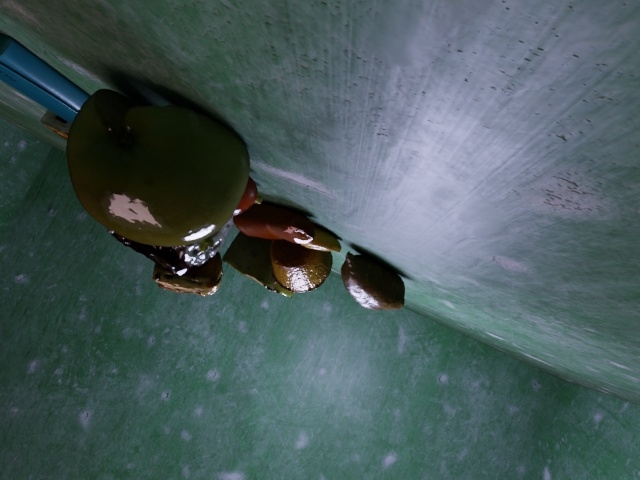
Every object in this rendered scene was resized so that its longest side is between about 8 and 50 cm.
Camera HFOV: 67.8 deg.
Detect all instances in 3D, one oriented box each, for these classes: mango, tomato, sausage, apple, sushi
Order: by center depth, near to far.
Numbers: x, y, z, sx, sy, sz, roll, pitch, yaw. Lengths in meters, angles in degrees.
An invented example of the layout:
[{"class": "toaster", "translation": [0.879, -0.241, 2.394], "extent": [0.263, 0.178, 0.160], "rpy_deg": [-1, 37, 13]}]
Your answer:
[{"class": "apple", "translation": [-0.289, -0.111, 0.821], "extent": [0.295, 0.233, 0.258], "rpy_deg": [23, 177, 14]}, {"class": "tomato", "translation": [-0.237, -0.109, 1.050], "extent": [0.189, 0.099, 0.173], "rpy_deg": [-3, 142, 43]}, {"class": "sausage", "translation": [-0.138, -0.052, 1.357], "extent": [0.348, 0.094, 0.097], "rpy_deg": [8, 158, 48]}, {"class": "mango", "translation": [0.000, 0.000, 1.405], "extent": [0.101, 0.066, 0.187], "rpy_deg": [7, 168, 44]}, {"class": "sushi", "translation": [-0.437, -0.070, 1.427], "extent": [0.294, 0.299, 0.281], "rpy_deg": [25, 174, 12]}]

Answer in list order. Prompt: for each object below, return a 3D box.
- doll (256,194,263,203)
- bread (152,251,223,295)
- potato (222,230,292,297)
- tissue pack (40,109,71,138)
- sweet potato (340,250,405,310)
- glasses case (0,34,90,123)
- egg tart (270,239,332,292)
[{"class": "doll", "translation": [-0.207, -0.130, 1.152], "extent": [0.143, 0.058, 0.099], "rpy_deg": [30, -179, -22]}, {"class": "bread", "translation": [-0.426, 0.096, 1.552], "extent": [0.210, 0.099, 0.235], "rpy_deg": [13, -159, -12]}, {"class": "potato", "translation": [-0.179, 0.061, 1.767], "extent": [0.280, 0.213, 0.330], "rpy_deg": [31, 177, 2]}, {"class": "tissue pack", "translation": [-0.614, -0.283, 1.303], "extent": [0.183, 0.092, 0.226], "rpy_deg": [26, 171, -3]}, {"class": "sweet potato", "translation": [0.158, 0.139, 1.554], "extent": [0.158, 0.158, 0.369], "rpy_deg": [20, 173, 40]}, {"class": "glasses case", "translation": [-0.562, -0.312, 0.982], "extent": [0.117, 0.070, 0.301], "rpy_deg": [22, 172, 18]}, {"class": "egg tart", "translation": [-0.074, 0.051, 1.555], "extent": [0.215, 0.215, 0.171], "rpy_deg": [22, 159, 22]}]
